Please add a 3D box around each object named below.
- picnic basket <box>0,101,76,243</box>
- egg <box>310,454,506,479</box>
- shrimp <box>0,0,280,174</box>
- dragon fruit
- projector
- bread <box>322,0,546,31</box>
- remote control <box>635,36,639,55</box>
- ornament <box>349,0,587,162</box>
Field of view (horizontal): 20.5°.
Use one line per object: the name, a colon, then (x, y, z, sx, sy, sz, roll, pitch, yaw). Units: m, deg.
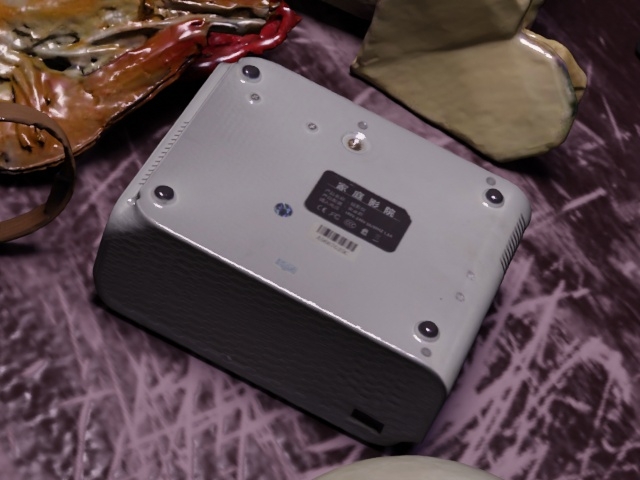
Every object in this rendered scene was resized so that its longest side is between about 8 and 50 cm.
picnic basket: (-0.247, -0.035, 1.142, 0.178, 0.128, 0.138, -5, 53, -12)
egg: (0.065, 0.274, 0.897, 0.258, 0.258, 0.352, 3, 53, -18)
shrimp: (-0.170, -0.131, 1.256, 0.294, 0.062, 0.154, -14, 74, -1)
dragon fruit: (-0.111, -0.182, 1.362, 0.161, 0.121, 0.127, 31, 13, -18)
projector: (0.000, 0.000, 1.215, 0.250, 0.108, 0.198, 27, 46, 5)
bread: (0.031, -0.276, 1.418, 0.338, 0.187, 0.155, 22, 40, -2)
remote control: (0.353, -0.092, 1.482, 0.063, 0.025, 0.245, -14, 57, -34)
ornament: (0.098, -0.151, 1.364, 0.180, 0.201, 0.059, -8, 36, 33)
